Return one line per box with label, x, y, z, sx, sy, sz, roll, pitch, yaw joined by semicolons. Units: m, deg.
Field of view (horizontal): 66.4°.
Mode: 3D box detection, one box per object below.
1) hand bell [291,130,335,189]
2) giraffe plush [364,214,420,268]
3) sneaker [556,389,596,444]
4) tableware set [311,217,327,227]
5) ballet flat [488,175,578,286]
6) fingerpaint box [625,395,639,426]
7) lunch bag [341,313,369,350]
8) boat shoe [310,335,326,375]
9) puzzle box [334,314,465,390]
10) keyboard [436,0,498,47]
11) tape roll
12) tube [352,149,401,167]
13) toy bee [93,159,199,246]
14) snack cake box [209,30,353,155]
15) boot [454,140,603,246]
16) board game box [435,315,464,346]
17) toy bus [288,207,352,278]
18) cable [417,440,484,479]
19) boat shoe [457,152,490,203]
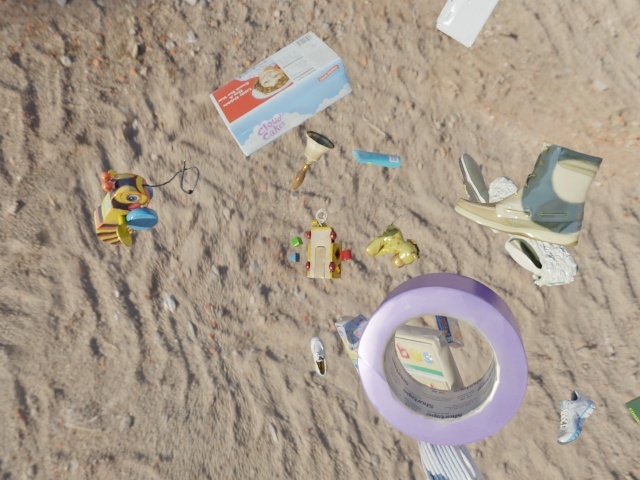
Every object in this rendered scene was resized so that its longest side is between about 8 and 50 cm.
hand bell;-0.055;-0.303;1.958;0.126;0.126;0.242;30;117;-3
giraffe plush;0.294;0.029;1.867;0.170;0.210;0.181;46;35;2
sneaker;0.762;0.539;1.502;0.083;0.071;0.190;45;59;9
tableware set;0.000;0.000;1.662;0.024;0.104;0.154;-6;100;30
ballet flat;0.597;-0.034;1.465;0.147;0.147;0.409;-15;53;-14
fingerpaint box;0.749;0.408;0.767;0.163;0.371;0.445;-24;62;-1
lunch bag;0.101;0.257;1.350;0.071;0.053;0.083;-29;122;-20
boat shoe;-0.002;0.291;1.226;0.035;0.035;0.100;-8;99;-12
puzzle box;0.238;0.369;1.481;0.052;0.409;0.272;-35;110;-33
keyboard;0.239;-0.384;0.626;0.014;0.256;0.072;-7;45;-46
tape roll;0.144;0.137;0.586;0.189;0.080;0.189;3;99;17
tube;0.234;-0.340;2.040;0.207;0.052;0.080;5;39;-21
toy bee;-0.445;-0.103;1.113;0.298;0.162;0.195;-52;54;15
snack cake box;-0.085;-0.311;1.031;0.264;0.089;0.152;-32;50;-1
boot;0.436;-0.113;1.044;0.262;0.095;0.204;17;106;21
board game box;0.410;0.270;1.564;0.035;0.201;0.136;-18;69;21
toy bus;0.019;0.032;1.580;0.202;0.104;0.191;-47;66;18
cable;0.316;0.542;1.136;0.089;0.257;0.257;-32;121;9
boat shoe;0.527;-0.189;1.689;0.081;0.068;0.228;-29;93;-36
